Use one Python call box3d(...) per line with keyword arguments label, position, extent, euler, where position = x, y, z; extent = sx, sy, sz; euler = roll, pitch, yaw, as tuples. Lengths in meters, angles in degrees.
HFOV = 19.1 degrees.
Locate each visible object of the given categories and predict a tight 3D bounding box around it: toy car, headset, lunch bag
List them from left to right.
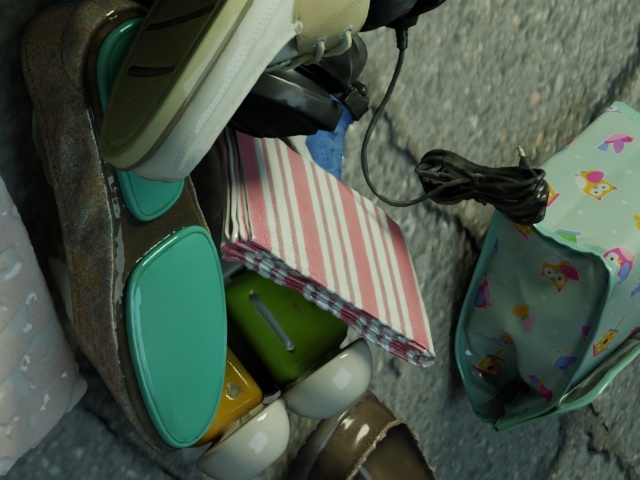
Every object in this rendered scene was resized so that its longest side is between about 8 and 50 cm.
box3d(label="toy car", position=(-0.063, 0.081, 1.379), extent=(0.182, 0.159, 0.136), euler=(-36, 178, -15))
box3d(label="headset", position=(0.019, -0.160, 1.278), extent=(0.243, 0.185, 0.394), euler=(-50, 131, -19))
box3d(label="lunch bag", position=(0.244, 0.042, 1.761), extent=(0.223, 0.160, 0.262), euler=(-36, 148, -41))

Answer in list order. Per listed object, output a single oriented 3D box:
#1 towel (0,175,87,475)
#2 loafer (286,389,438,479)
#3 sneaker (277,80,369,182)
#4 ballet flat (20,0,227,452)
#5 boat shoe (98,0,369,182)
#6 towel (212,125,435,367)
box3d(label="towel", position=(-0.293, 0.092, 1.133), extent=(0.332, 0.053, 0.317), euler=(-44, 141, -30))
box3d(label="loafer", position=(0.078, 0.263, 1.690), extent=(0.134, 0.130, 0.366), euler=(-51, 144, -21))
box3d(label="sneaker", position=(0.009, -0.079, 1.438), extent=(0.084, 0.058, 0.152), euler=(-43, 135, -16))
box3d(label="ballet flat", position=(-0.131, -0.012, 1.236), extent=(0.107, 0.106, 0.316), euler=(-30, 124, -44))
box3d(label="boat shoe", position=(-0.021, -0.151, 1.131), extent=(0.103, 0.113, 0.302), euler=(38, 70, -27))
box3d(label="towel", position=(0.000, 0.000, 1.350), extent=(0.197, 0.144, 0.029), euler=(33, 120, -33))
